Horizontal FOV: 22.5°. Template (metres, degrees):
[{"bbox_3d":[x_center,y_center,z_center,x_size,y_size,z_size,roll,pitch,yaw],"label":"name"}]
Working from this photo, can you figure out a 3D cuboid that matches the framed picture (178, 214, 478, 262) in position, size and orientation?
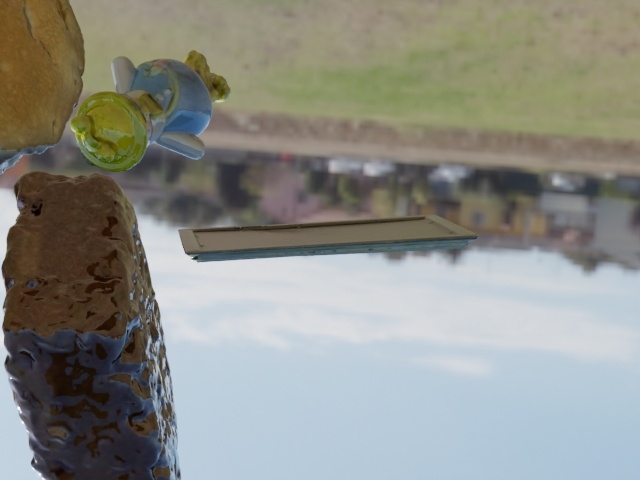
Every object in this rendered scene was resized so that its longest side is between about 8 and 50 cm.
[{"bbox_3d":[0.000,0.000,1.700,0.296,0.019,0.232,-3,-174,-6],"label":"framed picture"}]

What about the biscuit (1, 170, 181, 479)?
[{"bbox_3d":[-0.271,0.149,1.940,0.166,0.395,0.343,-10,-144,-3],"label":"biscuit"}]

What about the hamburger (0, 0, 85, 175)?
[{"bbox_3d":[-0.284,-0.119,1.027,0.163,0.244,0.244,-29,159,38],"label":"hamburger"}]

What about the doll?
[{"bbox_3d":[-0.201,-0.145,1.855,0.098,0.135,0.241,-6,-163,31],"label":"doll"}]
